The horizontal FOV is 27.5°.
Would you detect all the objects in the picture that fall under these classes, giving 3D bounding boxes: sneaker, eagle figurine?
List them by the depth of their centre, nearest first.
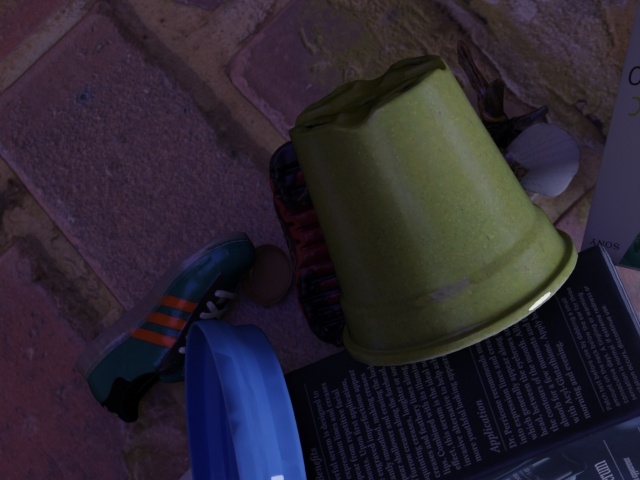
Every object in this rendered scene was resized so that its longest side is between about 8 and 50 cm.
[{"bbox_3d":[0.147,-0.059,1.604,0.226,0.225,0.298,41,60,10],"label":"eagle figurine"},{"bbox_3d":[0.000,0.000,1.717,0.097,0.135,0.276,-15,96,0],"label":"sneaker"},{"bbox_3d":[-0.184,0.119,1.739,0.302,0.108,0.121,-43,70,11],"label":"sneaker"}]

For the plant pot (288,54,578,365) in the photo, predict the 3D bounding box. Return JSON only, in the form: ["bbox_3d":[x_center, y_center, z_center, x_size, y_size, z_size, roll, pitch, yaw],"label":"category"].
[{"bbox_3d":[0.099,-0.048,1.391,0.276,0.276,0.254,-23,106,10],"label":"plant pot"}]

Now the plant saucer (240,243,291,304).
[{"bbox_3d":[-0.070,0.047,1.759,0.083,0.015,0.083,-5,79,30],"label":"plant saucer"}]

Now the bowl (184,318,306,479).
[{"bbox_3d":[-0.085,0.280,1.489,0.077,0.391,0.391,-7,73,-13],"label":"bowl"}]

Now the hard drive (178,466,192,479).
[{"bbox_3d":[-0.133,0.401,1.685,0.307,0.040,0.203,-47,69,1],"label":"hard drive"}]

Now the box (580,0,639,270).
[{"bbox_3d":[0.420,-0.113,1.423,0.232,0.058,0.322,15,94,50],"label":"box"}]

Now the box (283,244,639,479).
[{"bbox_3d":[0.198,0.226,1.474,0.395,0.293,0.212,-24,53,10],"label":"box"}]
